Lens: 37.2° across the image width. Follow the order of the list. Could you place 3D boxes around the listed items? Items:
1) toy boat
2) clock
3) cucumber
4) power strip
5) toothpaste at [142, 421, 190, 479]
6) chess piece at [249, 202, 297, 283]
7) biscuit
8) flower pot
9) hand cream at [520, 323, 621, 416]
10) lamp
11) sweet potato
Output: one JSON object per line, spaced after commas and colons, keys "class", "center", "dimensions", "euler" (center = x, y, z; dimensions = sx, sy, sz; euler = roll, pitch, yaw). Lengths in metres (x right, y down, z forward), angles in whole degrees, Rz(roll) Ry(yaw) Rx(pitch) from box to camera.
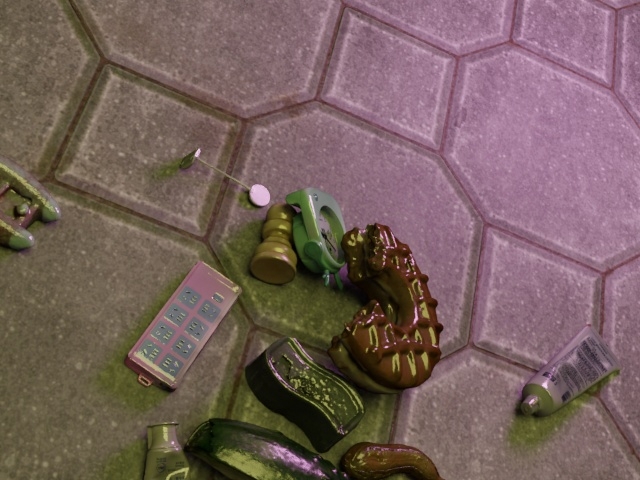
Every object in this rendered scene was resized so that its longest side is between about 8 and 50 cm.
{"class": "toy boat", "center": [-0.596, -0.089, 1.755], "dimensions": [0.227, 0.085, 0.155], "euler": [37, 55, -2]}
{"class": "clock", "center": [0.000, 0.000, 1.953], "dimensions": [0.159, 0.066, 0.211], "euler": [19, 56, -62]}
{"class": "cucumber", "center": [-0.076, 0.403, 1.689], "dimensions": [0.325, 0.105, 0.145], "euler": [32, 53, -13]}
{"class": "power strip", "center": [-0.256, 0.161, 1.802], "dimensions": [0.109, 0.037, 0.279], "euler": [35, 54, -3]}
{"class": "toothpaste", "center": [-0.262, 0.448, 1.636], "dimensions": [0.096, 0.061, 0.266], "euler": [2, 69, -26]}
{"class": "chess piece", "center": [-0.086, -0.001, 1.950], "dimensions": [0.094, 0.094, 0.170], "euler": [21, 48, -13]}
{"class": "biscuit", "center": [0.134, 0.150, 1.894], "dimensions": [0.268, 0.115, 0.366], "euler": [45, 38, -27]}
{"class": "flower pot", "center": [-0.029, 0.286, 1.796], "dimensions": [0.229, 0.108, 0.103], "euler": [41, 53, 0]}
{"class": "hand cream", "center": [0.542, 0.296, 2.091], "dimensions": [0.341, 0.078, 0.124], "euler": [-25, 74, -41]}
{"class": "lamp", "center": [-0.197, -0.127, 2.001], "dimensions": [0.198, 0.056, 0.050], "euler": [32, 52, -19]}
{"class": "sweet potato", "center": [0.143, 0.430, 1.826], "dimensions": [0.233, 0.062, 0.081], "euler": [14, 72, -21]}
